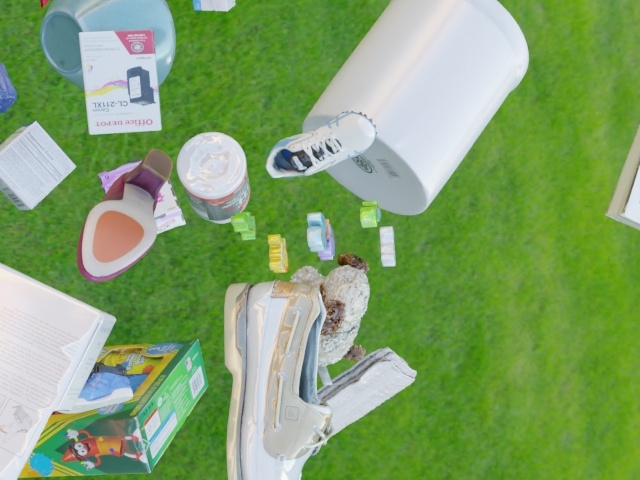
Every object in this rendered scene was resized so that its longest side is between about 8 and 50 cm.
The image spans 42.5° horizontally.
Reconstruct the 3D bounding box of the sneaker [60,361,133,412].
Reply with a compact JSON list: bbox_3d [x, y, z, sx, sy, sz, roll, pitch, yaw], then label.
[{"bbox_3d":[-0.459,0.291,1.648,0.152,0.058,0.085,-10,64,-20],"label":"sneaker"}]

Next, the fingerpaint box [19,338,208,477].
[{"bbox_3d":[-0.549,0.428,2.167,0.445,0.371,0.163,-57,139,-68],"label":"fingerpaint box"}]

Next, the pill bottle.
[{"bbox_3d":[-0.278,-0.152,2.197,0.318,0.176,0.176,97,14,-75],"label":"pill bottle"}]

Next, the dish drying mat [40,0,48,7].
[{"bbox_3d":[-0.536,-0.497,1.633,0.032,0.008,0.083,105,0,-50],"label":"dish drying mat"}]

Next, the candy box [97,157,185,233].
[{"bbox_3d":[-0.452,-0.105,2.079,0.164,0.196,0.070,-21,150,-10],"label":"candy box"}]

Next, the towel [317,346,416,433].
[{"bbox_3d":[0.076,0.350,1.849,0.282,0.049,0.187,-36,145,8],"label":"towel"}]

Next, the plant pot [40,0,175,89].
[{"bbox_3d":[-0.494,-0.444,1.802,0.195,0.290,0.290,-34,119,-55],"label":"plant pot"}]

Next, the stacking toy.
[{"bbox_3d":[0.000,0.000,1.009,0.221,0.167,0.052,45,41,-75],"label":"stacking toy"}]

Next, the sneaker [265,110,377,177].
[{"bbox_3d":[0.000,-0.157,1.435,0.085,0.237,0.086,53,46,-21],"label":"sneaker"}]

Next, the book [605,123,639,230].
[{"bbox_3d":[0.432,-0.082,1.048,0.096,0.035,0.144,22,85,-20],"label":"book"}]

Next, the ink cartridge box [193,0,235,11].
[{"bbox_3d":[-0.190,-0.446,1.529,0.048,0.083,0.028,-65,157,-56],"label":"ink cartridge box"}]

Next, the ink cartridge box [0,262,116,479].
[{"bbox_3d":[-0.458,0.155,1.068,0.066,0.296,0.261,73,42,-77],"label":"ink cartridge box"}]

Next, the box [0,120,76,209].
[{"bbox_3d":[-0.602,-0.153,1.692,0.137,0.072,0.126,-51,119,-27],"label":"box"}]

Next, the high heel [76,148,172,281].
[{"bbox_3d":[-0.385,-0.014,1.547,0.127,0.181,0.377,37,34,-12],"label":"high heel"}]

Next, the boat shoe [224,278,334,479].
[{"bbox_3d":[-0.039,0.191,0.875,0.113,0.103,0.302,33,52,-80],"label":"boat shoe"}]

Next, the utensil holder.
[{"bbox_3d":[0.189,-0.293,1.691,0.385,0.327,0.327,-54,129,-17],"label":"utensil holder"}]

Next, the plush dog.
[{"bbox_3d":[0.024,0.147,1.656,0.210,0.225,0.262,25,47,-2],"label":"plush dog"}]

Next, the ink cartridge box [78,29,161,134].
[{"bbox_3d":[-0.349,-0.276,1.444,0.127,0.072,0.175,-6,102,-12],"label":"ink cartridge box"}]

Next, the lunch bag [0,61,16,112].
[{"bbox_3d":[-0.604,-0.273,1.489,0.065,0.067,0.098,-16,74,-53],"label":"lunch bag"}]
